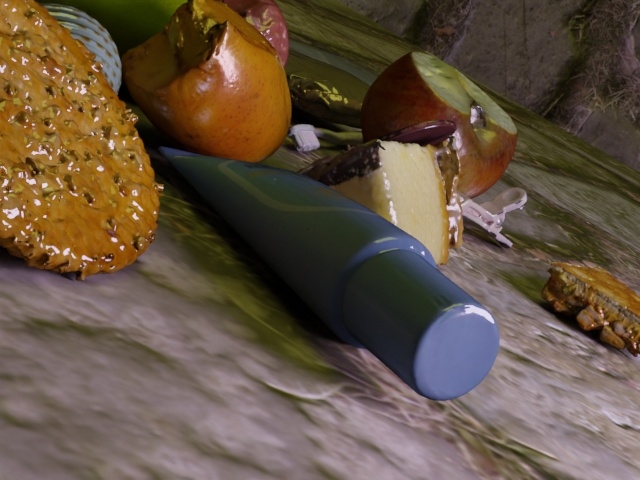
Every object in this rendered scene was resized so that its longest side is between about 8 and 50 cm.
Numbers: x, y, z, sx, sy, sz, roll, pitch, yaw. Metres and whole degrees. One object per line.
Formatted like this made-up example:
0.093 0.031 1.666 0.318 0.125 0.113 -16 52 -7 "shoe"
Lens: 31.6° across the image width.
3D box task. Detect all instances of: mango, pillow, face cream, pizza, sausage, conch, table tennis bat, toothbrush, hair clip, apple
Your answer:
-0.094 -0.145 1.058 0.154 0.126 0.252 60 10 11 "mango"
-0.027 -0.215 1.526 0.270 0.067 0.173 32 21 36 "pillow"
0.000 0.000 0.854 0.135 0.086 0.385 10 17 -31 "face cream"
0.281 0.065 1.146 0.134 0.046 0.175 26 15 -3 "pizza"
-0.195 -0.225 1.187 0.293 0.143 0.175 31 15 -19 "mango"
-0.125 -0.250 1.377 0.148 0.148 0.254 16 23 -33 "sausage"
-0.231 -0.143 0.930 0.135 0.102 0.153 6 19 -11 "conch"
0.061 -0.087 1.122 0.095 0.158 0.014 -2 72 -60 "table tennis bat"
0.031 -0.125 1.420 0.030 0.025 0.307 64 22 8 "toothbrush"
0.139 -0.043 1.233 0.226 0.072 0.034 13 17 -36 "hair clip"
0.135 -0.123 1.319 0.195 0.160 0.173 7 20 -46 "apple"

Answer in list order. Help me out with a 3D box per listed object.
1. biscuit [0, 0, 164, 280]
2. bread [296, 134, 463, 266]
-0.191 -0.086 0.718 0.254 0.035 0.254 44 24 -25 "biscuit"
0.051 -0.035 1.085 0.152 0.127 0.147 -5 -1 34 "bread"
